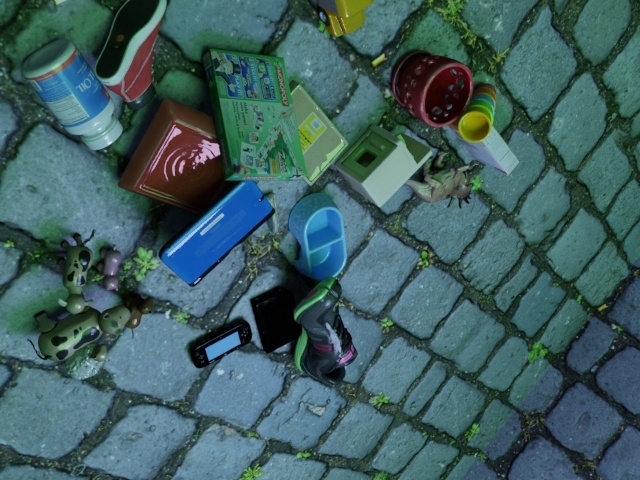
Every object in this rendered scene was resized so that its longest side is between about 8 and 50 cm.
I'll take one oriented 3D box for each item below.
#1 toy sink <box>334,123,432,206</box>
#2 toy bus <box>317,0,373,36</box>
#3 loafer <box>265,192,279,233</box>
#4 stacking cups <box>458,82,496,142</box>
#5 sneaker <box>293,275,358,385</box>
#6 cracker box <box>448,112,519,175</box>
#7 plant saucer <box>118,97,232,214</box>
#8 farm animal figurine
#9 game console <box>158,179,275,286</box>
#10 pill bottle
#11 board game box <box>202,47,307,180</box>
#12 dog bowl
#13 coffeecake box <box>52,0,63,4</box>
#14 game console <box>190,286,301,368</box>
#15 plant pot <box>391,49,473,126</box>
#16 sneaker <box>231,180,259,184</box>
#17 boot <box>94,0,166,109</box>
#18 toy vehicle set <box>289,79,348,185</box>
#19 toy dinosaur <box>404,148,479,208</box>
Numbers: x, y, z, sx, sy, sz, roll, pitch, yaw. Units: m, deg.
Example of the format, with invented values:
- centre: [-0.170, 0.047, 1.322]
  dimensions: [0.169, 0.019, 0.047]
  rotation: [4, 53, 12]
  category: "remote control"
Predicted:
- centre: [0.184, -0.243, 2.024]
  dimensions: [0.234, 0.153, 0.131]
  rotation: [-45, 133, -3]
  category: "toy sink"
- centre: [0.040, -0.660, 1.673]
  dimensions: [0.108, 0.130, 0.333]
  rotation: [-34, 132, -14]
  category: "toy bus"
- centre: [-0.134, -0.078, 1.973]
  dimensions: [0.039, 0.045, 0.125]
  rotation: [-30, 128, -27]
  category: "loafer"
- centre: [0.482, -0.391, 2.081]
  dimensions: [0.316, 0.096, 0.096]
  rotation: [-57, 155, -57]
  category: "stacking cups"
- centre: [0.034, 0.286, 2.146]
  dimensions: [0.185, 0.202, 0.483]
  rotation: [-44, 154, -29]
  category: "sneaker"
- centre: [0.525, -0.316, 2.223]
  dimensions: [0.067, 0.155, 0.232]
  rotation: [-51, 134, 1]
  category: "cracker box"
- centre: [-0.314, -0.180, 1.664]
  dimensions: [0.259, 0.048, 0.258]
  rotation: [20, 116, -35]
  category: "plant saucer"
- centre: [-0.578, 0.182, 1.720]
  dimensions: [0.327, 0.172, 0.330]
  rotation: [-43, 133, -6]
  category: "farm animal figurine"
- centre: [-0.282, -0.043, 1.762]
  dimensions: [0.293, 0.173, 0.250]
  rotation: [-43, 146, -7]
  category: "game console"
- centre: [-0.525, -0.308, 1.488]
  dimensions: [0.124, 0.124, 0.221]
  rotation: [-38, 134, -11]
  category: "pill bottle"
- centre: [-0.157, -0.301, 1.671]
  dimensions: [0.213, 0.046, 0.317]
  rotation: [-3, 76, -38]
  category: "board game box"
- centre: [0.000, 0.000, 2.096]
  dimensions: [0.166, 0.074, 0.297]
  rotation: [-24, 129, -22]
  category: "dog bowl"
- centre: [-0.511, -0.587, 1.361]
  dimensions: [0.142, 0.068, 0.185]
  rotation: [-33, 131, -16]
  category: "coffeecake box"
- centre: [-0.230, 0.294, 2.133]
  dimensions: [0.361, 0.044, 0.213]
  rotation: [-26, 129, -20]
  category: "game console"
- centre: [0.311, -0.440, 1.977]
  dimensions: [0.191, 0.174, 0.191]
  rotation: [-18, 125, -27]
  category: "plant pot"
- centre: [-0.279, -0.179, 1.780]
  dimensions: [0.261, 0.104, 0.125]
  rotation: [14, 117, -31]
  category: "sneaker"
- centre: [-0.396, -0.424, 1.552]
  dimensions: [0.244, 0.088, 0.176]
  rotation: [-65, 161, -9]
  category: "boot"
- centre: [-0.050, -0.291, 1.904]
  dimensions: [0.166, 0.035, 0.267]
  rotation: [-47, 134, -2]
  category: "toy vehicle set"
- centre: [0.396, -0.177, 2.246]
  dimensions: [0.295, 0.127, 0.200]
  rotation: [-19, 134, -19]
  category: "toy dinosaur"
